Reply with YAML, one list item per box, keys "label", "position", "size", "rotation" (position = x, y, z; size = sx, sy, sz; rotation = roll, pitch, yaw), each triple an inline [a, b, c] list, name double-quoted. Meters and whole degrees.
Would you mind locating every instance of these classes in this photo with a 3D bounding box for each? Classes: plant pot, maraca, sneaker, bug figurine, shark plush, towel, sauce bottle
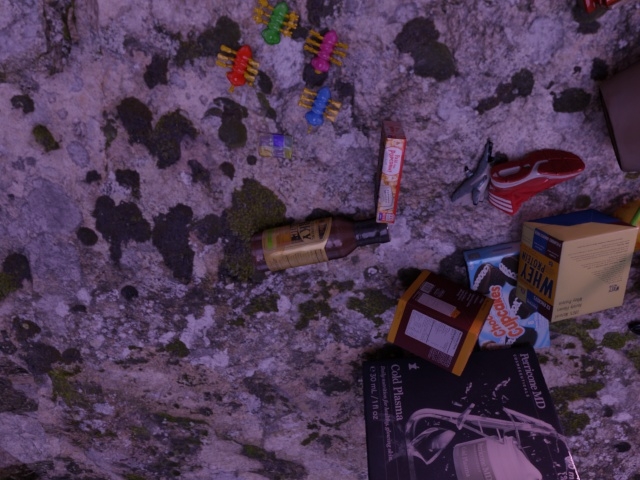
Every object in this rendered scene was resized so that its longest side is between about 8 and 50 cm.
- label: "plant pot"
  position: [0.717, -0.265, 0.949]
  size: [0.280, 0.323, 0.323]
  rotation: [-15, 117, 29]
- label: "maraca"
  position: [0.733, -0.015, 1.169]
  size: [0.099, 0.127, 0.186]
  rotation: [33, 131, 32]
- label: "sneaker"
  position: [0.495, -0.134, 1.154]
  size: [0.221, 0.087, 0.128]
  rotation: [-7, 142, -1]
- label: "bug figurine"
  position: [-0.067, -0.374, 1.049]
  size: [0.279, 0.072, 0.216]
  rotation: [27, 110, -5]
- label: "shark plush"
  position: [0.364, -0.151, 1.153]
  size: [0.067, 0.073, 0.161]
  rotation: [28, 126, 23]
- label: "towel"
  position: [-0.108, -0.225, 1.166]
  size: [0.083, 0.009, 0.060]
  rotation: [6, 117, 1]
- label: "sauce bottle"
  position: [0.000, 0.000, 1.226]
  size: [0.344, 0.111, 0.111]
  rotation: [-12, 117, 8]

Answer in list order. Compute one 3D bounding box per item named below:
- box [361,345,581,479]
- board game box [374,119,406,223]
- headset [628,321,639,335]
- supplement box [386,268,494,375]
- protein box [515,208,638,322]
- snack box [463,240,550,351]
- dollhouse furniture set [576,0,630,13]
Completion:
- label: "box"
  position: [0.362, 0.567, 1.267]
  size: [0.471, 0.480, 0.297]
  rotation: [-6, 133, 6]
- label: "board game box"
  position: [0.153, -0.157, 1.108]
  size: [0.045, 0.147, 0.194]
  rotation: [4, 119, 2]
- label: "headset"
  position: [0.823, 0.143, 1.175]
  size: [0.185, 0.243, 0.394]
  rotation: [-9, 146, 35]
- label: "supplement box"
  position: [0.302, 0.198, 1.227]
  size: [0.194, 0.191, 0.129]
  rotation: [24, 120, 21]
- label: "protein box"
  position: [0.589, 0.054, 1.146]
  size: [0.199, 0.136, 0.201]
  rotation: [-10, 114, -13]
- label: "snack box"
  position: [0.498, 0.159, 1.304]
  size: [0.187, 0.060, 0.322]
  rotation: [-12, 117, 10]
- label: "dollhouse furniture set"
  position: [0.496, -0.558, 0.878]
  size: [0.262, 0.135, 0.259]
  rotation: [-25, 114, 16]
